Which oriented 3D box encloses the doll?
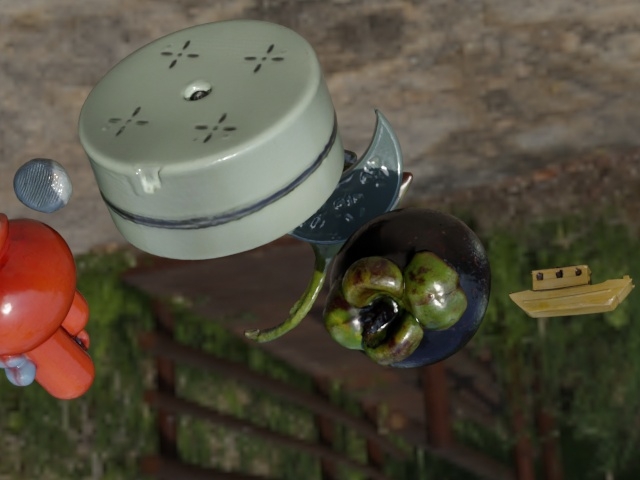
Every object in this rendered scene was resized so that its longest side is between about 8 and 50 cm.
[{"bbox_3d":[-0.326,0.051,1.614,0.130,0.161,0.290,-11,134,28],"label":"doll"}]

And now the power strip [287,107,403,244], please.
[{"bbox_3d":[0.008,-0.074,2.223,0.253,0.167,0.054,-25,-175,4],"label":"power strip"}]

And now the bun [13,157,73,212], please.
[{"bbox_3d":[-0.382,-0.077,2.105,0.083,0.083,0.045,-6,-178,8],"label":"bun"}]

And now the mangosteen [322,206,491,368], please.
[{"bbox_3d":[0.112,0.063,1.987,0.243,0.243,0.243,-3,165,-1],"label":"mangosteen"}]

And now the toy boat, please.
[{"bbox_3d":[0.411,0.080,2.493,0.200,0.077,0.057,-6,158,18],"label":"toy boat"}]

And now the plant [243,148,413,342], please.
[{"bbox_3d":[0.022,0.005,2.443,0.251,0.333,0.180,9,-169,39],"label":"plant"}]

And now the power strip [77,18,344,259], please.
[{"bbox_3d":[-0.137,-0.145,2.038,0.357,0.357,0.161,-7,130,13],"label":"power strip"}]
